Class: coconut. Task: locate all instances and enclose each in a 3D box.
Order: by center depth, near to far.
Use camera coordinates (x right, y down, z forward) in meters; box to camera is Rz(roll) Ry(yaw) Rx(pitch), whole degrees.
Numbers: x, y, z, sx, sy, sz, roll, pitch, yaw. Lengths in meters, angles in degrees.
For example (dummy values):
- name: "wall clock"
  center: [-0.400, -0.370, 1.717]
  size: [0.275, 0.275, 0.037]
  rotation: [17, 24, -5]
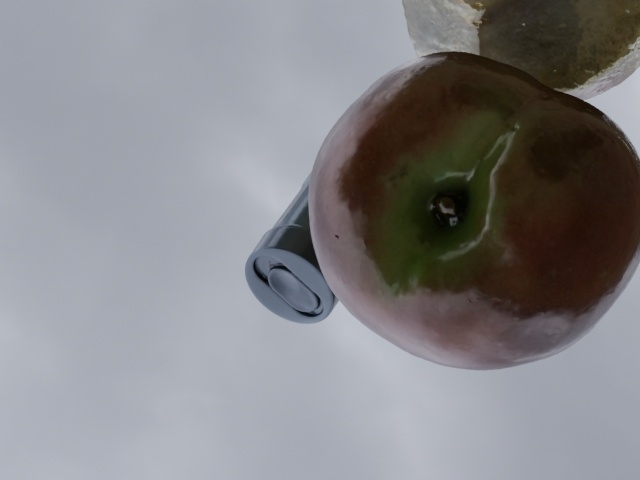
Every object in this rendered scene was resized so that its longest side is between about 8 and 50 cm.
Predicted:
- name: "coconut"
  center: [0.191, -0.248, 1.278]
  size: [0.259, 0.259, 0.259]
  rotation: [29, -134, -35]

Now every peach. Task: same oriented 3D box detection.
- name: "peach"
  center: [0.118, -0.019, 1.072]
  size: [0.252, 0.252, 0.252]
  rotation: [29, -134, -35]

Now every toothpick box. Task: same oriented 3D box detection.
- name: "toothpick box"
  center: [0.000, 0.000, 1.456]
  size: [0.101, 0.101, 0.153]
  rotation: [49, -134, -15]
